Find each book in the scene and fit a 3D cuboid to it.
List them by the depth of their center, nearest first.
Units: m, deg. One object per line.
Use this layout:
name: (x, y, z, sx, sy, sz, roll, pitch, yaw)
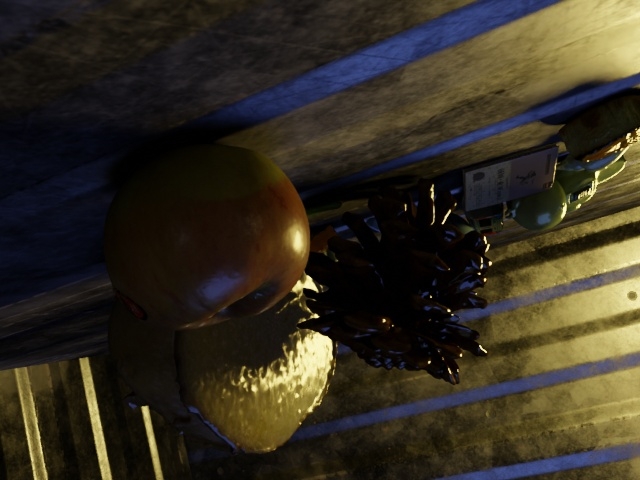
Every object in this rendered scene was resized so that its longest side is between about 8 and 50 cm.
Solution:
book: (0.368, -0.119, 1.188, 0.182, 0.014, 0.127, -15, 143, 3)

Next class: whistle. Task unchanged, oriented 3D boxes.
whistle: (0.514, -0.121, 1.322, 0.294, 0.141, 0.141, -32, 177, -20)

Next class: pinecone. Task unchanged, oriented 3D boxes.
pinecone: (0.154, 0.059, 1.114, 0.385, 0.384, 0.384, -15, 170, -3)

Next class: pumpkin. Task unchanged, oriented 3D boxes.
pumpkin: (0.000, 0.000, 1.358, 0.083, 0.054, 0.074, -36, 173, 0)

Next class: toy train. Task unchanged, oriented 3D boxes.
toy train: (0.387, -0.069, 1.448, 0.089, 0.086, 0.409, -13, 172, 14)

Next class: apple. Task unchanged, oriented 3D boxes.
apple: (-0.133, 0.000, 0.729, 0.261, 0.193, 0.261, -17, 170, -3)

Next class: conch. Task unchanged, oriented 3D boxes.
conch: (0.512, -0.176, 1.139, 0.180, 0.088, 0.065, -31, -155, 41)

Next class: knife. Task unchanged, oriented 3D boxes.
knife: (-0.063, -0.041, 1.130, 0.212, 0.015, 0.054, -14, 171, -6)

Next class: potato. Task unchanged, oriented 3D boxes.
potato: (-0.208, 0.200, 1.178, 0.320, 0.385, 0.442, -7, 148, 38)

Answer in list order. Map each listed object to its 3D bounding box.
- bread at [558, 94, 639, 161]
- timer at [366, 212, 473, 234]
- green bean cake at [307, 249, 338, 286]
bread: (0.475, -0.182, 0.988, 0.128, 0.069, 0.140, -9, 166, -35)
timer: (0.241, 0.004, 1.458, 0.256, 0.175, 0.175, 7, 175, 13)
green bean cake: (-0.042, 0.084, 1.685, 0.184, 0.094, 0.185, -11, 165, -19)
